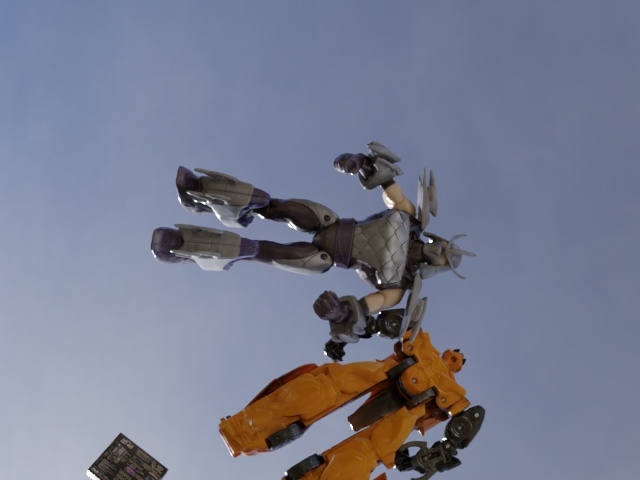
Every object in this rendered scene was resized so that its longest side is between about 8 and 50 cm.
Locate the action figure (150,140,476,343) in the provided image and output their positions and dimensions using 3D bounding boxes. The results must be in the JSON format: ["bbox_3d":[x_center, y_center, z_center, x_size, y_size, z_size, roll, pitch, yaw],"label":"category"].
[{"bbox_3d":[0.000,0.000,0.770,0.285,0.099,0.185,7,-112,7],"label":"action figure"}]

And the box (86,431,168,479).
[{"bbox_3d":[-0.254,0.305,1.104,0.083,0.067,0.018,36,-38,5],"label":"box"}]

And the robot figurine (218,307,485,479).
[{"bbox_3d":[0.042,0.204,0.969,0.291,0.085,0.211,-26,-108,-16],"label":"robot figurine"}]
